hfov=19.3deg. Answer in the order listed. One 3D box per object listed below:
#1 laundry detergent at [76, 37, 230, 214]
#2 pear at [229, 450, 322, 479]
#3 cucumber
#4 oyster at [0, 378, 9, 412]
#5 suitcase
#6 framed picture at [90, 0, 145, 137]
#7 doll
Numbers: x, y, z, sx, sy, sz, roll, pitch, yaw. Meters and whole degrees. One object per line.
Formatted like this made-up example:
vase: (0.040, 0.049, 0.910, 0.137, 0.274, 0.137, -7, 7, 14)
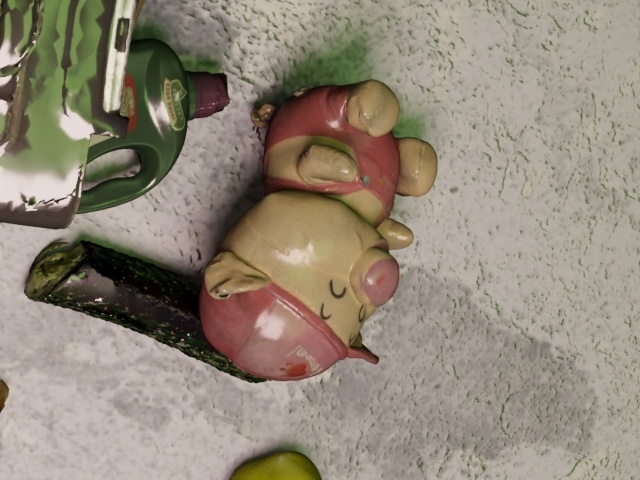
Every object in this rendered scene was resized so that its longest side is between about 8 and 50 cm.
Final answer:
laundry detergent: (-0.172, -0.095, 1.515, 0.221, 0.078, 0.144, -6, 100, -29)
pear: (-0.034, 0.231, 1.648, 0.097, 0.092, 0.092, -43, 118, -35)
cucumber: (-0.127, 0.060, 1.580, 0.245, 0.067, 0.067, 23, 89, -32)
oyster: (-0.362, 0.203, 1.420, 0.361, 0.096, 0.221, -39, 104, -40)
suitcase: (-0.265, -0.164, 1.243, 0.194, 0.434, 0.283, 6, 97, -27)
framed picture: (-0.136, -0.192, 1.387, 0.020, 0.211, 0.289, 21, 65, -6)
doll: (0.002, 0.000, 1.559, 0.196, 0.152, 0.256, 32, 71, -29)
